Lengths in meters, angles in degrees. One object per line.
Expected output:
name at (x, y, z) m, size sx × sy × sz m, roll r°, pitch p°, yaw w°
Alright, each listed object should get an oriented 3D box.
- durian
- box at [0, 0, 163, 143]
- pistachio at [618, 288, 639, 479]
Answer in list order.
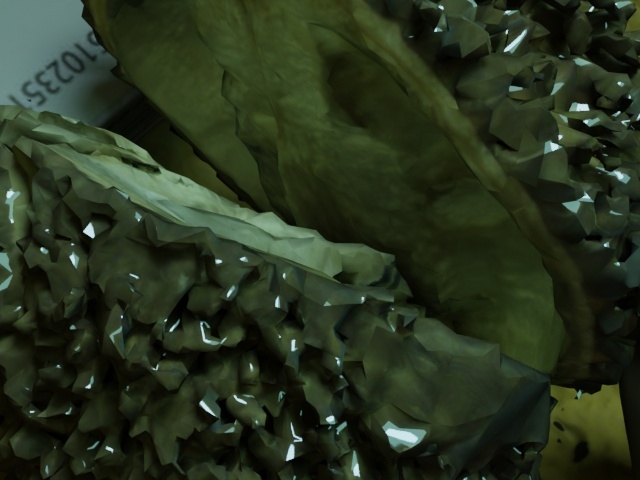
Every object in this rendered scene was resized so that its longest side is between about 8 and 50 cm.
durian at (0.000, 0.000, 0.429) m, size 0.196 × 0.196 × 0.167 m, roll -29°, pitch 57°, yaw -35°
box at (-0.088, -0.145, 0.545) m, size 0.214 × 0.069 × 0.353 m, roll 43°, pitch 55°, yaw 2°
pistachio at (0.151, 0.090, 0.469) m, size 0.126 × 0.152 × 0.223 m, roll -29°, pitch 100°, yaw -2°
